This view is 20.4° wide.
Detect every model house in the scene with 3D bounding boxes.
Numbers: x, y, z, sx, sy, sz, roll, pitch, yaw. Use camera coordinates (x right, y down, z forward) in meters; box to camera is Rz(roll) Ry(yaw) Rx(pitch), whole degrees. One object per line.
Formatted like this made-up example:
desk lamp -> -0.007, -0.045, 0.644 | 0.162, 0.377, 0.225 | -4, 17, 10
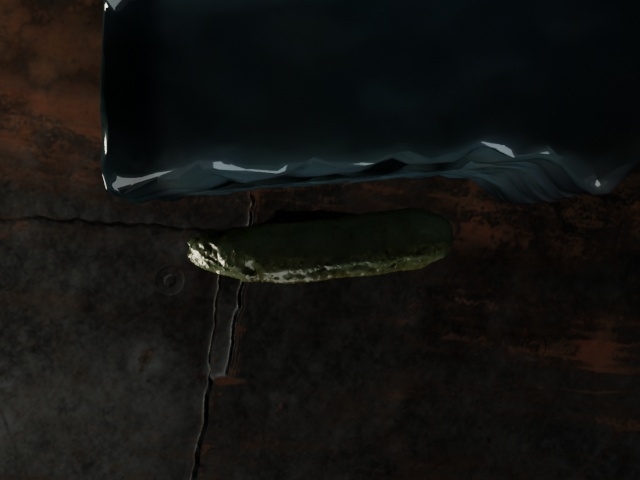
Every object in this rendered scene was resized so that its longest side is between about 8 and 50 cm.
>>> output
model house -> 0.102, -0.151, 0.606 | 0.339, 0.297, 0.360 | 3, 179, -1

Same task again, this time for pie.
pie -> -0.001, 0.000, 0.544 | 0.084, 0.021, 0.084 | -4, -177, 0
